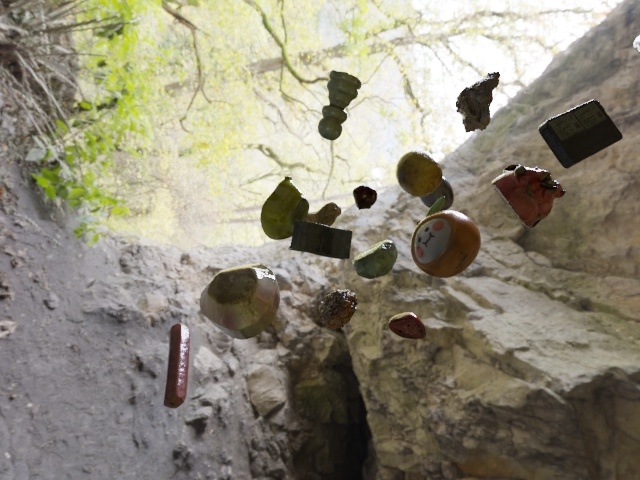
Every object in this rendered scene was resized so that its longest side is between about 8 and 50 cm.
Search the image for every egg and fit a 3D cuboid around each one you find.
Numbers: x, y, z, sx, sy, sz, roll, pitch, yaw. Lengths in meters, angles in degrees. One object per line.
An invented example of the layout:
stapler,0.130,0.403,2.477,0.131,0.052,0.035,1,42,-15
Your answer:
egg,0.526,-0.216,1.844,0.199,0.146,0.146,43,28,-29

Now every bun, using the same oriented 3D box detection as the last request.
bun,0.220,0.083,1.578,0.118,0.195,0.195,61,11,0

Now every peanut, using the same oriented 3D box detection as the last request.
peanut,-0.018,-0.099,2.097,0.130,0.290,0.130,57,-7,10

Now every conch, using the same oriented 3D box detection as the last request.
conch,0.590,-0.516,1.487,0.245,0.163,0.178,-63,-162,3

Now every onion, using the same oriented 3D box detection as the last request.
onion,0.196,-0.189,1.766,0.117,0.119,0.118,89,-11,-84

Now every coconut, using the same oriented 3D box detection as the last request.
coconut,-0.249,0.191,1.301,0.259,0.259,0.259,-13,90,-79

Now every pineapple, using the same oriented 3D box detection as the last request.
pineapple,0.068,0.292,1.774,0.076,0.225,0.225,40,29,-26

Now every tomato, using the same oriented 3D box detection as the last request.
tomato,0.433,0.413,1.986,0.174,0.166,0.082,50,36,-29

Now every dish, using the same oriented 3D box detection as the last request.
dish,-0.120,-0.117,1.639,0.262,0.108,0.221,-62,150,-20

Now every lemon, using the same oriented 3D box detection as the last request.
lemon,0.379,-0.257,1.558,0.207,0.170,0.170,59,-4,44

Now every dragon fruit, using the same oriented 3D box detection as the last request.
dragon fruit,0.976,-0.229,1.892,0.305,0.226,0.305,41,23,-22

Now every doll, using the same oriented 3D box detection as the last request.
doll,0.369,-0.005,1.252,0.236,0.213,0.213,-119,-176,-49

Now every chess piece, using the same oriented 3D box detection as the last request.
chess piece,0.060,-0.504,1.542,0.133,0.133,0.243,-35,144,-78

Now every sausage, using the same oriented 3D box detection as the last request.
sausage,-0.219,0.188,0.618,0.035,0.030,0.147,36,23,-37

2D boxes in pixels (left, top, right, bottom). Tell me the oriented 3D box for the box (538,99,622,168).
box,1.065,-0.441,1.655,0.211,0.350,0.058,61,-22,11

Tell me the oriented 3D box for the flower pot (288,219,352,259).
flower pot,0.000,0.000,1.476,0.103,0.229,0.108,166,-65,-71

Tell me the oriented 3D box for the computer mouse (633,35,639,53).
computer mouse,0.904,-0.507,1.027,0.086,0.138,0.269,46,40,-32
